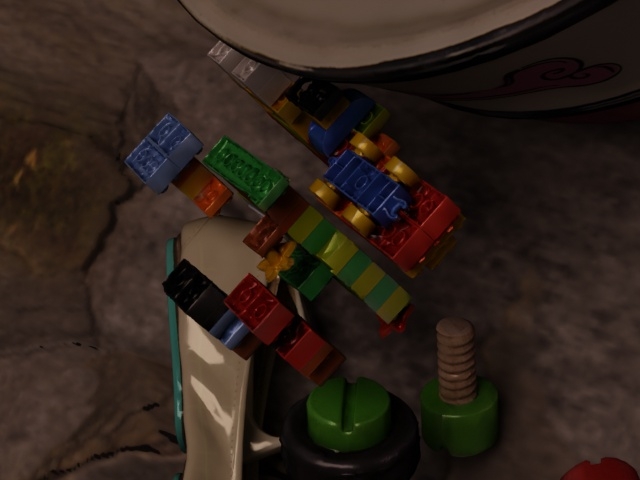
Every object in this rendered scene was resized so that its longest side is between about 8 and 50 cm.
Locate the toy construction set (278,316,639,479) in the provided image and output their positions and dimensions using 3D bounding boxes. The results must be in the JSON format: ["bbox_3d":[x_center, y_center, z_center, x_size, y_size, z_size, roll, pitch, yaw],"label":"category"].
[{"bbox_3d":[0.046,0.231,0.696,0.309,0.257,0.237,38,140,47],"label":"toy construction set"}]

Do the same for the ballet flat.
[{"bbox_3d":[-0.035,0.105,0.835,0.086,0.086,0.248,-8,71,27],"label":"ballet flat"}]

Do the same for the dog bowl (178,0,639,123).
[{"bbox_3d":[0.112,-0.229,0.758,0.408,0.150,0.408,-20,58,37],"label":"dog bowl"}]

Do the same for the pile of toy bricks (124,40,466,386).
[{"bbox_3d":[0.000,0.000,0.782,0.118,0.105,0.212,-48,32,0],"label":"pile of toy bricks"}]
